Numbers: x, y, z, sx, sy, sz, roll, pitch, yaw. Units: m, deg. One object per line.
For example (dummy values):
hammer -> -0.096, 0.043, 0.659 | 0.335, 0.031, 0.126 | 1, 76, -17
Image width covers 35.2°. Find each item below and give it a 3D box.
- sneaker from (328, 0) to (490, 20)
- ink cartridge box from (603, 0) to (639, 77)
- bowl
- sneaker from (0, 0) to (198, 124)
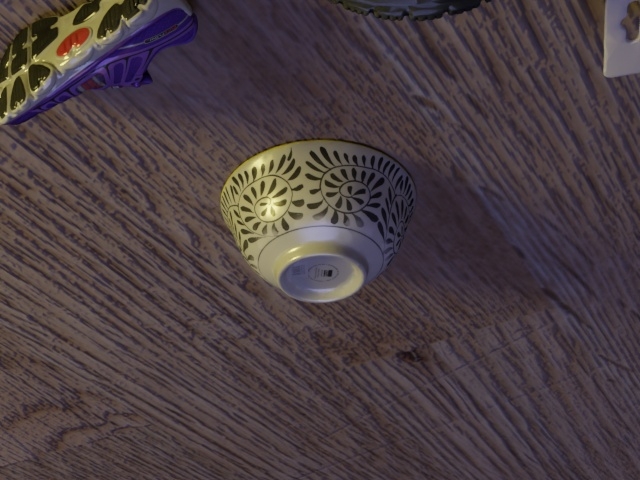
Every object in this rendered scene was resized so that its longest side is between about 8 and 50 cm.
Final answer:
sneaker -> 0.113, -0.213, 0.555 | 0.287, 0.109, 0.130 | -15, 137, 2
ink cartridge box -> 0.266, -0.171, 0.639 | 0.180, 0.060, 0.104 | -9, 144, 8
bowl -> 0.000, 0.000, 0.847 | 0.170, 0.080, 0.170 | -2, 144, -1
sneaker -> -0.156, -0.117, 0.689 | 0.170, 0.068, 0.071 | -23, 145, 25
